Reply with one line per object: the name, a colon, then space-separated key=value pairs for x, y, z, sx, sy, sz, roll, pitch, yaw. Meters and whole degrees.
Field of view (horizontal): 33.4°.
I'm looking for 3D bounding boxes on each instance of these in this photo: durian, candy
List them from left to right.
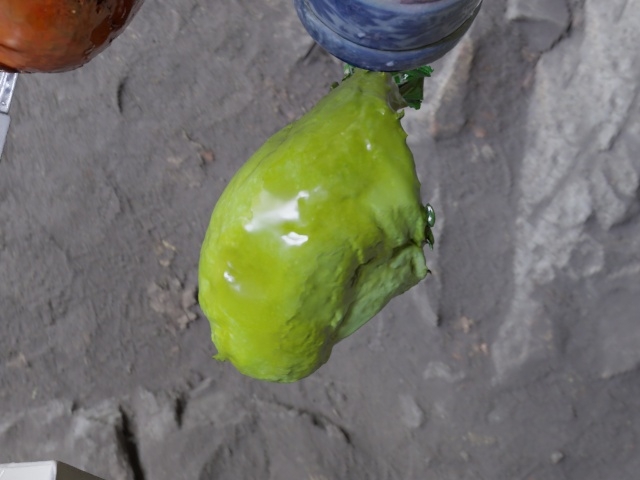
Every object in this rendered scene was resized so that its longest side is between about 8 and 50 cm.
durian: x=0.000 y=0.000 z=1.147 sx=0.340 sy=0.204 sz=0.255 roll=-39 pitch=120 yaw=-7
candy: x=0.096 y=-0.265 z=1.607 sx=0.141 sy=0.203 sz=0.078 roll=10 pitch=85 yaw=2

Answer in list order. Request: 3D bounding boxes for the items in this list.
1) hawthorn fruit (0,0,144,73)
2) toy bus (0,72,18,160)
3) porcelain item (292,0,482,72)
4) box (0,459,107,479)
hawthorn fruit: x=-0.231 y=-0.284 z=0.880 sx=0.307 sy=0.276 sz=0.276 roll=-51 pitch=130 yaw=-35
toy bus: x=-0.351 y=-0.183 z=1.068 sx=0.113 sy=0.139 sz=0.301 roll=13 pitch=97 yaw=-25
porcelain item: x=0.052 y=-0.203 z=0.766 sx=0.147 sy=0.147 sz=0.114 roll=-23 pitch=165 yaw=-12
box: x=-0.225 y=0.196 z=0.707 sx=0.233 sy=0.067 sz=0.149 roll=-8 pitch=154 yaw=25
